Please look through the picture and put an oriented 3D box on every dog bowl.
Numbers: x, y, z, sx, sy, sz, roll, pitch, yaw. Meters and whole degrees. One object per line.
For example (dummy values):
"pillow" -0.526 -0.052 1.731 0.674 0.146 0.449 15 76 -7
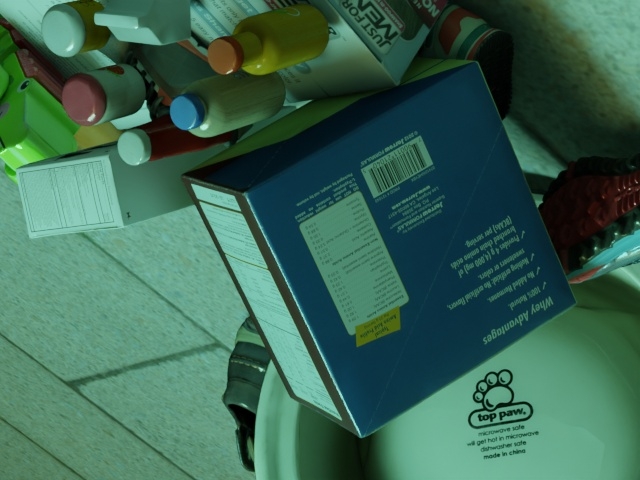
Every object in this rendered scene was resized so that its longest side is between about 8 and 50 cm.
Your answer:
"dog bowl" 0.158 0.171 1.415 0.408 0.408 0.150 18 172 27

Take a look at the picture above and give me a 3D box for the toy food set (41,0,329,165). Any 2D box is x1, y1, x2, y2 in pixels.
"toy food set" -0.117 -0.117 1.177 0.232 0.104 0.111 11 110 31

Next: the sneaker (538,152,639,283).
"sneaker" 0.262 -0.006 1.267 0.125 0.104 0.262 30 152 -25

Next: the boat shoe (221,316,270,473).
"boat shoe" -0.046 0.230 2.030 0.132 0.130 0.355 16 151 30

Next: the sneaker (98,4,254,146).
"sneaker" -0.117 -0.122 1.268 0.158 0.065 0.061 26 156 8

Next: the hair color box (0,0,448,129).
"hair color box" -0.092 -0.200 1.308 0.374 0.114 0.185 -2 139 51

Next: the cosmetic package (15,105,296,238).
"cosmetic package" -0.118 -0.058 1.328 0.099 0.239 0.060 -4 100 34

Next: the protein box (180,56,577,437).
"protein box" 0.044 -0.001 1.240 0.201 0.199 0.136 65 162 -18

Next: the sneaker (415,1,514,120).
"sneaker" 0.104 -0.128 1.306 0.075 0.057 0.161 41 161 20

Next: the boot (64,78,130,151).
"boot" -0.210 -0.118 1.649 0.152 0.073 0.197 47 163 -28

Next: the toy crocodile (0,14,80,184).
"toy crocodile" -0.267 -0.135 1.469 0.115 0.105 0.340 46 -177 -30
